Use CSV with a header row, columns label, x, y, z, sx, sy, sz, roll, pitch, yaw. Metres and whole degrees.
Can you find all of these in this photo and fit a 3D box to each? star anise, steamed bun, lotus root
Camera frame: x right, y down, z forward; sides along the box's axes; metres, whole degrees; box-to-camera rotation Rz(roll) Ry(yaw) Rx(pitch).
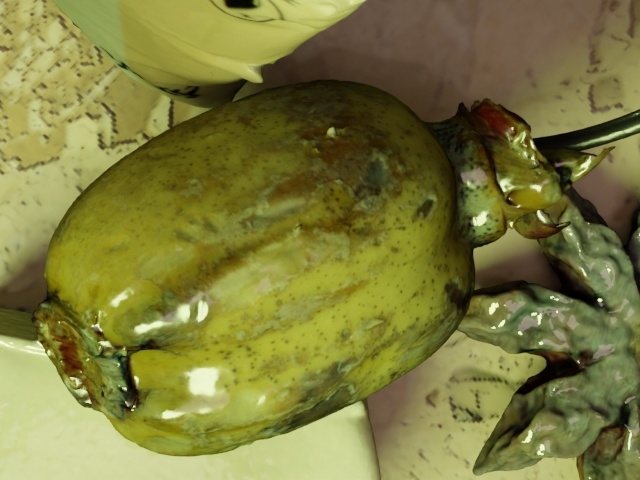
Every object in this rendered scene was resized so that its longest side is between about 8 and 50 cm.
label,x,y,z,sx,sy,sz,roll,pitch,yaw
star anise,0.184,0.071,1.026,0.230,0.081,0.262,-37,99,-17
steamed bun,-0.096,0.135,0.979,0.241,0.146,0.164,12,91,-6
lotus root,-0.001,0.000,0.874,0.278,0.154,0.154,-25,101,-13

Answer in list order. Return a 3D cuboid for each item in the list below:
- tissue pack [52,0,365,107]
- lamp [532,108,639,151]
label,x,y,z,sx,sy,sz,roll,pitch,yaw
tissue pack,-0.103,-0.243,0.821,0.195,0.390,0.375,-35,93,-14
lamp,0.143,-0.080,0.958,0.371,0.108,0.130,-15,138,33
